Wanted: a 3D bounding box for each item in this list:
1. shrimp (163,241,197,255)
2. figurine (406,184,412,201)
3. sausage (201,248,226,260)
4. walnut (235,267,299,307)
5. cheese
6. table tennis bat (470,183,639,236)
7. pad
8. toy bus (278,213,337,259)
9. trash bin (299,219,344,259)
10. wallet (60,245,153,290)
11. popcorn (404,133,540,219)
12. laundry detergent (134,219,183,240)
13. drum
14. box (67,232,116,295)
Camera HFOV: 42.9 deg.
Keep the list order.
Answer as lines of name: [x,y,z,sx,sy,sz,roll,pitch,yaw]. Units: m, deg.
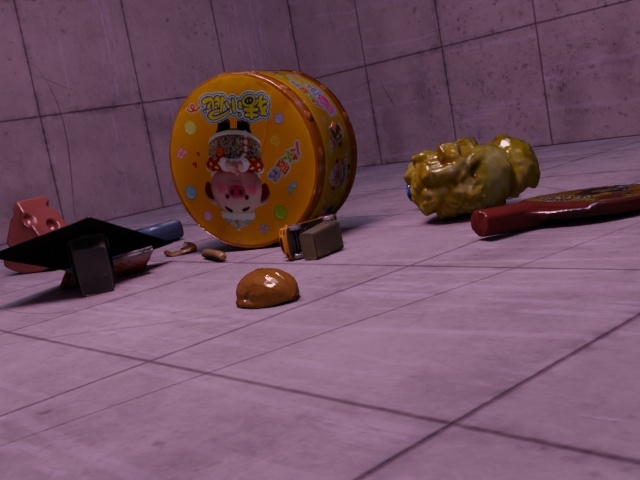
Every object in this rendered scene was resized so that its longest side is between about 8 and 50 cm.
shrimp: [-0.359,0.021,2.076,0.083,0.023,0.114,-15,13,-14]
figurine: [0.347,-0.150,2.020,0.262,0.121,0.164,-5,6,22]
sausage: [-0.241,0.032,1.841,0.024,0.024,0.132,-14,8,-24]
walnut: [-0.087,0.070,1.279,0.121,0.052,0.091,-5,12,45]
cheese: [-0.792,0.014,2.252,0.177,0.203,0.128,-38,-4,27]
table tennis bat: [0.469,-0.064,1.542,0.414,0.051,0.268,-11,8,-22]
pad: [-0.511,0.017,1.790,0.247,0.007,0.367,-20,-12,13]
toy bus: [-0.031,-0.008,1.691,0.074,0.070,0.162,-4,9,42]
trash bin: [0.000,0.000,1.627,0.043,0.061,0.092,-4,12,37]
wallet: [-0.466,0.063,1.780,0.196,0.020,0.103,-16,-18,-33]
popcorn: [0.322,-0.140,1.819,0.285,0.174,0.225,-13,1,-22]
laundry detergent: [-0.499,-0.011,2.334,0.206,0.061,0.096,-17,13,-39]
drum: [-0.135,-0.200,1.944,0.431,0.431,0.214,-6,9,30]
box: [-0.465,0.053,1.668,0.084,0.122,0.069,-15,20,-16]
